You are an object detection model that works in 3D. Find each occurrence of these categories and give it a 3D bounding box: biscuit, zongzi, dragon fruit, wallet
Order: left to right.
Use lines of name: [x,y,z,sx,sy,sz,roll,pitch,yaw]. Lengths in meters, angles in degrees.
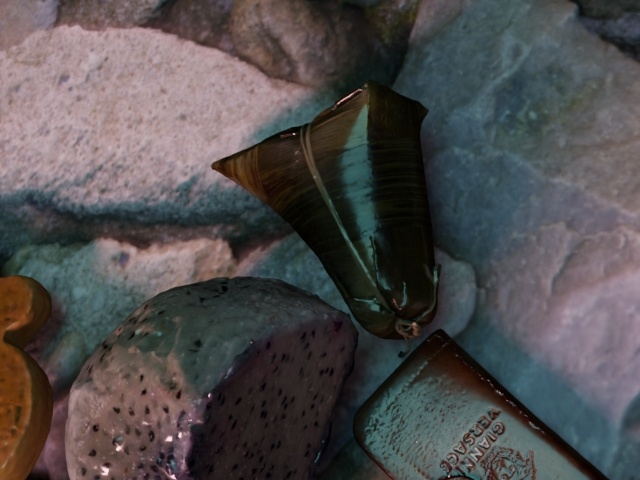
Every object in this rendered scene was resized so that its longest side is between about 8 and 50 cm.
biscuit: [-0.389,0.147,1.089,0.275,0.052,0.355,-34,48,-5]
dragon fruit: [-0.124,0.157,0.904,0.204,0.221,0.283,17,92,30]
zongzi: [0.000,0.000,1.020,0.241,0.111,0.248,-19,69,34]
wallet: [0.146,0.202,0.906,0.137,0.031,0.255,-48,61,-2]
